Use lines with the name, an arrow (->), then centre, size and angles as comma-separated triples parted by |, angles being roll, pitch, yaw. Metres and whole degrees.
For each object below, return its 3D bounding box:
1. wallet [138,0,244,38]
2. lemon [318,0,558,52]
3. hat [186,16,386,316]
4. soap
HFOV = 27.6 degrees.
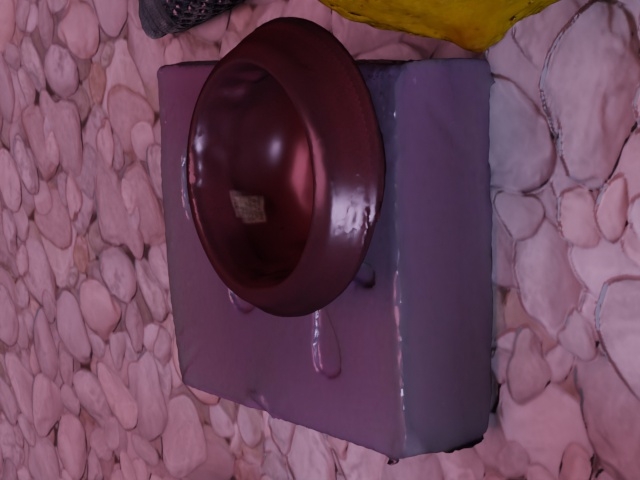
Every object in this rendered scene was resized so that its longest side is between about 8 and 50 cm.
wallet -> -0.086, -0.318, 1.078 | 0.342, 0.075, 0.237 | -12, 91, 52
lemon -> 0.064, -0.262, 0.744 | 0.258, 0.258, 0.310 | -27, 82, 51
hat -> -0.013, -0.048, 0.861 | 0.205, 0.089, 0.205 | 15, 109, 53
soap -> 0.000, 0.000, 1.008 | 0.296, 0.107, 0.285 | 7, 105, 50
